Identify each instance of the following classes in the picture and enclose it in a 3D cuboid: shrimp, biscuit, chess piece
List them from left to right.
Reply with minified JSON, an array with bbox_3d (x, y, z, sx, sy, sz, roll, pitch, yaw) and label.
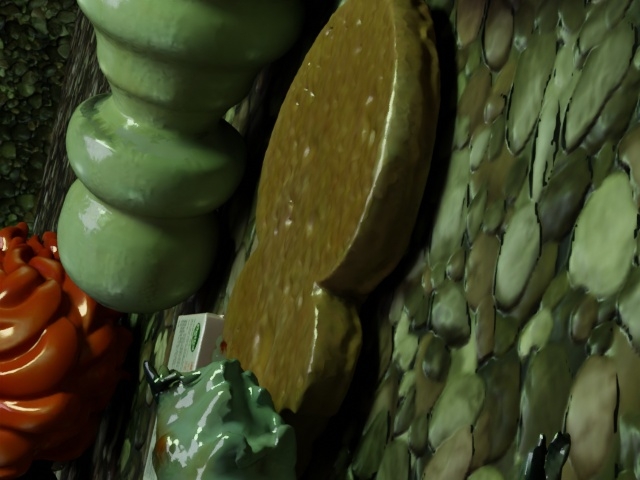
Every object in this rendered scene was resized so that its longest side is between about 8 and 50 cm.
[{"bbox_3d":[-0.119,-0.095,0.941,0.182,0.182,0.330,-108,30,-59],"label":"chess piece"},{"bbox_3d":[-0.004,0.150,0.501,0.287,0.068,0.185,-179,90,-64],"label":"shrimp"},{"bbox_3d":[0.001,0.000,0.674,0.202,0.044,0.288,-162,85,-70],"label":"biscuit"}]

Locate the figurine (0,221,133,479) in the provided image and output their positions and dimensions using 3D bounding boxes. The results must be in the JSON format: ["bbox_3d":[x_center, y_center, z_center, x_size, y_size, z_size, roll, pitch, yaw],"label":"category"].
[{"bbox_3d":[-0.326,0.165,1.300,0.306,0.241,0.411,-81,6,-45],"label":"figurine"}]

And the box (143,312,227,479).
[{"bbox_3d":[-0.082,0.114,0.839,0.089,0.043,0.125,170,113,-71],"label":"box"}]
